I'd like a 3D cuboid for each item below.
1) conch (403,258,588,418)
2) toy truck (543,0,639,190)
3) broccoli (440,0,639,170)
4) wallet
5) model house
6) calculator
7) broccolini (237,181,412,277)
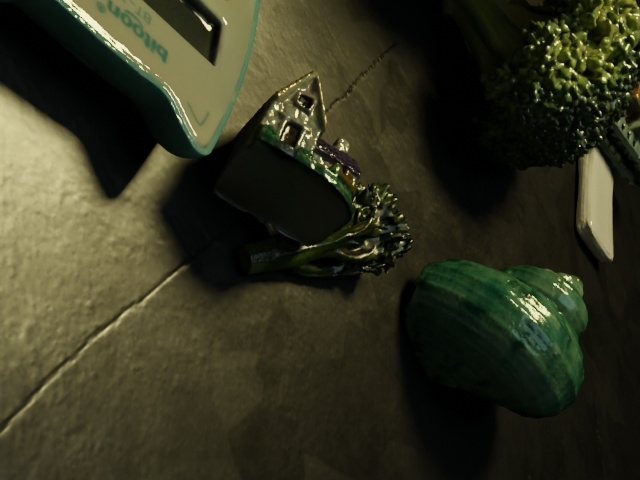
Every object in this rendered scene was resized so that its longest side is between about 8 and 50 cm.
[{"bbox_3d":[0.200,0.089,0.958,0.202,0.134,0.196,-36,107,-54],"label":"conch"},{"bbox_3d":[0.466,-0.230,1.496,0.338,0.133,0.184,51,50,-27],"label":"toy truck"},{"bbox_3d":[0.283,-0.218,1.141,0.288,0.236,0.259,105,-28,-88],"label":"broccoli"},{"bbox_3d":[0.426,-0.061,1.449,0.095,0.033,0.189,46,43,-38],"label":"wallet"},{"bbox_3d":[-0.012,-0.067,0.730,0.101,0.088,0.100,32,51,-13],"label":"model house"},{"bbox_3d":[-0.134,-0.255,0.691,0.256,0.055,0.386,40,45,-40],"label":"calculator"},{"bbox_3d":[0.015,0.003,0.789,0.203,0.068,0.091,-25,117,-56],"label":"broccolini"}]
